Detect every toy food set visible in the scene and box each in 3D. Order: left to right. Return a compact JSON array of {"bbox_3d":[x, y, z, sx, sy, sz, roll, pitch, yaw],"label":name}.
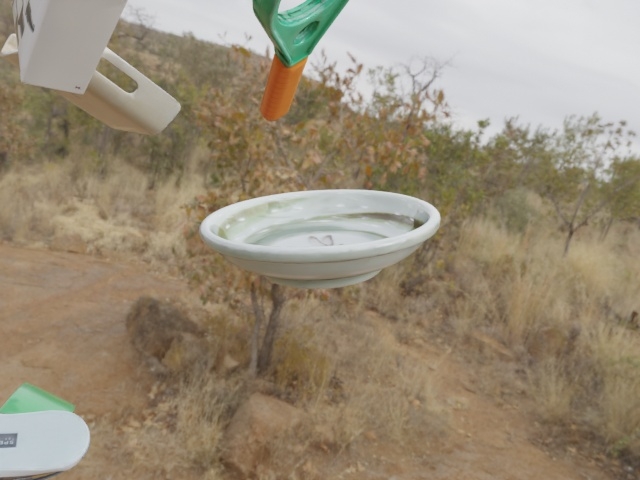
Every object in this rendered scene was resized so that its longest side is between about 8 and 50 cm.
[{"bbox_3d":[-0.393,-0.284,0.971,0.220,0.092,0.306,35,-10,-39],"label":"toy food set"}]

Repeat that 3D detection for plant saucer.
[{"bbox_3d":[0.000,0.000,0.975,0.401,0.100,0.400,-2,16,1],"label":"plant saucer"}]

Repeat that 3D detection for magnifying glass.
[{"bbox_3d":[-0.016,-0.149,0.417,0.026,0.092,0.231,51,-20,2],"label":"magnifying glass"}]

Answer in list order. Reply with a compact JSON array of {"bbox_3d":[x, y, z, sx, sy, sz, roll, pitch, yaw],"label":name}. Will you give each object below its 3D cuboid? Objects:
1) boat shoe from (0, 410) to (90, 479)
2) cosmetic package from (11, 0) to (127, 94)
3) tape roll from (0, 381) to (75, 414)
[{"bbox_3d":[-0.294,0.176,0.475,0.183,0.083,0.065,12,55,-25],"label":"boat shoe"},{"bbox_3d":[-0.189,-0.236,0.459,0.060,0.239,0.099,0,60,-41],"label":"cosmetic package"},{"bbox_3d":[-0.424,0.337,0.702,0.077,0.321,0.321,32,9,-12],"label":"tape roll"}]
